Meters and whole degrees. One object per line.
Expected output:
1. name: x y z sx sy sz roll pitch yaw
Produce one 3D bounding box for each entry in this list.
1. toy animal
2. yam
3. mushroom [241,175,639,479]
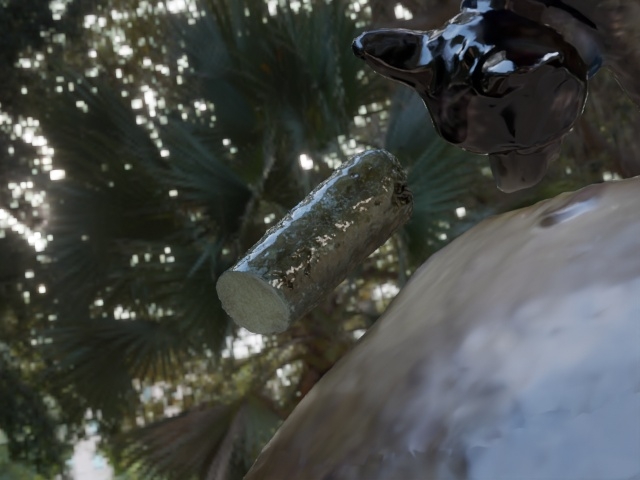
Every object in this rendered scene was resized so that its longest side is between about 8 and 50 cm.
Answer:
1. toy animal: 0.146 -0.200 0.788 0.302 0.344 0.194 -17 27 -31
2. yam: 0.000 0.000 0.808 0.179 0.078 0.078 -41 -4 -26
3. mushroom: 0.129 0.123 0.363 0.313 0.224 0.397 -38 9 -27
